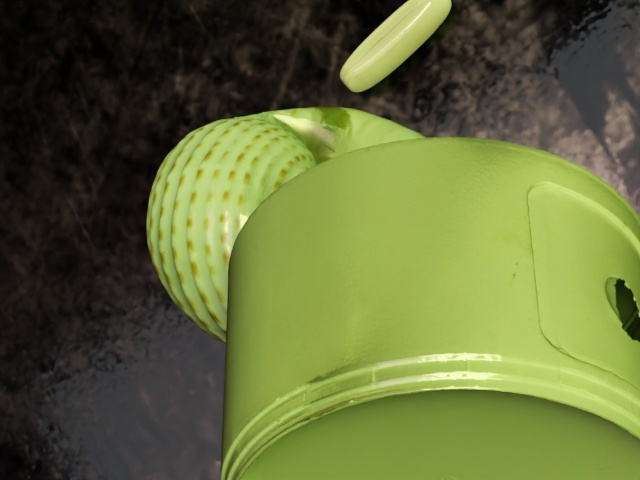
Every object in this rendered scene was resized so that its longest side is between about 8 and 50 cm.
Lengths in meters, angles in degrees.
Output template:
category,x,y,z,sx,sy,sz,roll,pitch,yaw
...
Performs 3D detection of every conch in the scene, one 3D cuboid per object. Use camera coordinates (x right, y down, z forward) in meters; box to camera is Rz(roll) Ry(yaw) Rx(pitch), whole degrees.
category,x,y,z,sx,sy,sz,roll,pitch,yaw
conch,-0.005,0.008,1.144,0.200,0.172,0.131,38,122,28

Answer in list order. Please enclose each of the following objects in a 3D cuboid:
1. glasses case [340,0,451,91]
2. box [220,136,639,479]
category,x,y,z,sx,sy,sz,roll,pitch,yaw
glasses case,0.046,-0.123,1.213,0.083,0.032,0.021,-43,65,9
box,0.064,0.077,1.002,0.226,0.226,0.149,-15,49,17
